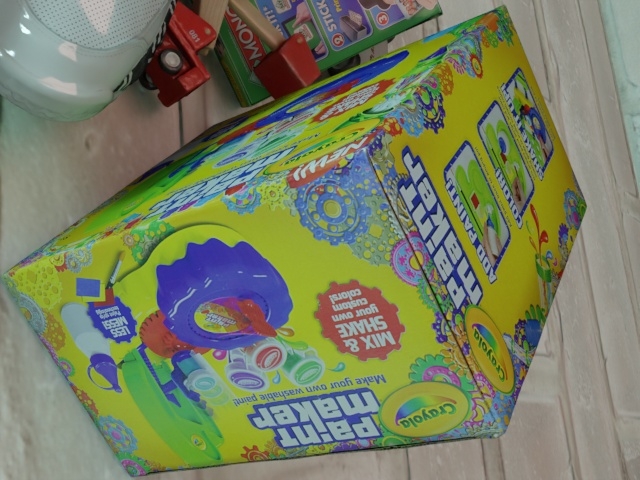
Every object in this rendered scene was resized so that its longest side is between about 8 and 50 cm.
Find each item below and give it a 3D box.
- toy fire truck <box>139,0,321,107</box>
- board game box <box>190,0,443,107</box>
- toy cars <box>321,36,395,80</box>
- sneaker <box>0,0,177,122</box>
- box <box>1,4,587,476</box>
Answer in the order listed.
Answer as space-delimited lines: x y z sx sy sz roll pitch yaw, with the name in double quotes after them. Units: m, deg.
-0.100 -0.181 0.688 0.135 0.047 0.192 -43 104 -34 "toy fire truck"
-0.044 -0.310 0.760 0.213 0.046 0.317 -28 104 -11 "board game box"
-0.010 -0.300 0.890 0.176 0.087 0.393 -40 114 -58 "toy cars"
-0.112 -0.262 0.541 0.137 0.210 0.365 26 60 -22 "sneaker"
0.000 0.000 0.593 0.177 0.290 0.279 63 35 -17 "box"
